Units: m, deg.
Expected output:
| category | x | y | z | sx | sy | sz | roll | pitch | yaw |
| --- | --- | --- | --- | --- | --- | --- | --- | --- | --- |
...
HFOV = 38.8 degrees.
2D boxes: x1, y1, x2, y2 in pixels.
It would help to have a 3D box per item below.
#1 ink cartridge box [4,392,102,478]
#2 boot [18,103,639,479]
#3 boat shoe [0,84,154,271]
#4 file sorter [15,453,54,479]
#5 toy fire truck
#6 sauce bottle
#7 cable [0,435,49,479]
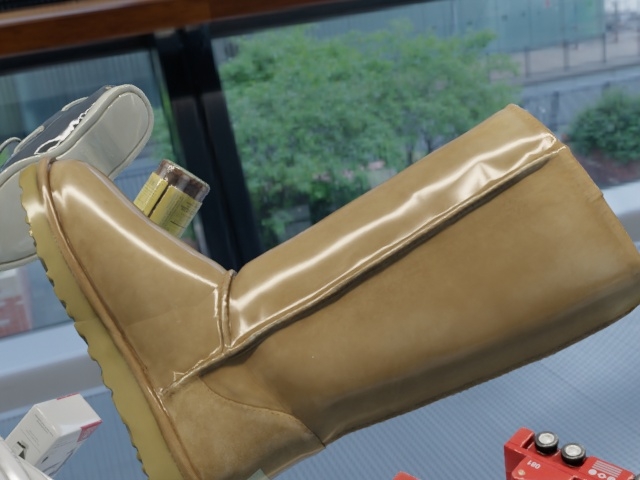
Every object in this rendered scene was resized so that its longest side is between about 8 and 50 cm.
| category | x | y | z | sx | sy | sz | roll | pitch | yaw |
| --- | --- | --- | --- | --- | --- | --- | --- | --- | --- |
| ink cartridge box | -0.362 | 0.269 | 1.171 | 0.056 | 0.135 | 0.099 | 45 | 14 | 13 |
| boot | 0.000 | 0.000 | 0.503 | 0.270 | 0.236 | 0.089 | -29 | -13 | -4 |
| boat shoe | -0.265 | -0.066 | 0.886 | 0.079 | 0.095 | 0.254 | -1 | 45 | 39 |
| file sorter | -0.326 | 0.329 | 0.881 | 0.278 | 0.193 | 0.173 | 35 | 48 | -2 |
| toy fire truck | 0.161 | 0.211 | 0.703 | 0.192 | 0.047 | 0.135 | 18 | 40 | 41 |
| sauce bottle | -0.338 | 0.015 | 1.676 | 0.111 | 0.344 | 0.111 | 35 | 2 | -1 |
| cable | -0.185 | 0.192 | 0.401 | 0.257 | 0.257 | 0.089 | 29 | 26 | 37 |
